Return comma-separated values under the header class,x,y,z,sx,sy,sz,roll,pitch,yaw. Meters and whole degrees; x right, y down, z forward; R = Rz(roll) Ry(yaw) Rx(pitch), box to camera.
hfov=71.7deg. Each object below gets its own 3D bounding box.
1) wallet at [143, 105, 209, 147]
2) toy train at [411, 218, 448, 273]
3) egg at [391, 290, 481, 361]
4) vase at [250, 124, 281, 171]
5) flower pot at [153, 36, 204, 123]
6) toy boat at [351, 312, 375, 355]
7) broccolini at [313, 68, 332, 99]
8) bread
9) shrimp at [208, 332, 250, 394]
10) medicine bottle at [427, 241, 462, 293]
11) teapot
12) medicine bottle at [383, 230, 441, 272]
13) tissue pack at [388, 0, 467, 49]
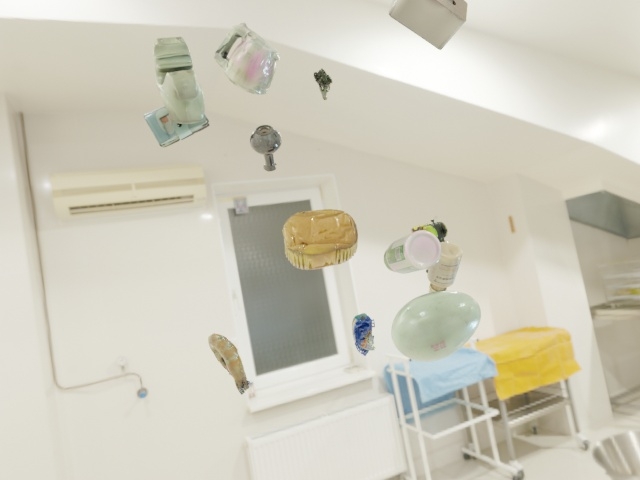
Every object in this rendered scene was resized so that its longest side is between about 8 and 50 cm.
class,x,y,z,sx,sy,sz,roll,pitch,yaw
wallet,-0.653,-0.548,2.023,0.250,0.176,0.075,-29,-5,-10
toy train,0.537,0.050,2.084,0.100,0.297,0.160,-17,3,-36
egg,0.328,0.238,1.261,0.264,0.183,0.183,-26,-4,1
vase,-0.201,-0.345,1.690,0.120,0.120,0.183,-10,-41,-3
flower pot,-0.568,-0.630,1.786,0.164,0.368,0.254,-15,-35,-19
toy boat,0.166,0.363,1.618,0.091,0.175,0.110,-15,31,-20
broccolini,0.019,-0.601,1.720,0.058,0.074,0.201,-27,-4,7
bread,0.000,0.000,1.710,0.287,0.204,0.156,-13,-27,-5
shrimp,-0.229,0.308,1.102,0.099,0.180,0.041,-12,20,39
medicine bottle,0.499,0.132,1.818,0.114,0.252,0.114,2,38,-2
teapot,-0.242,-0.634,1.548,0.163,0.222,0.178,4,-51,-46
medicine bottle,0.319,0.051,1.596,0.133,0.134,0.274,-9,-8,-12
tissue pack,0.390,-0.839,1.606,0.246,0.160,0.136,27,-38,-13
